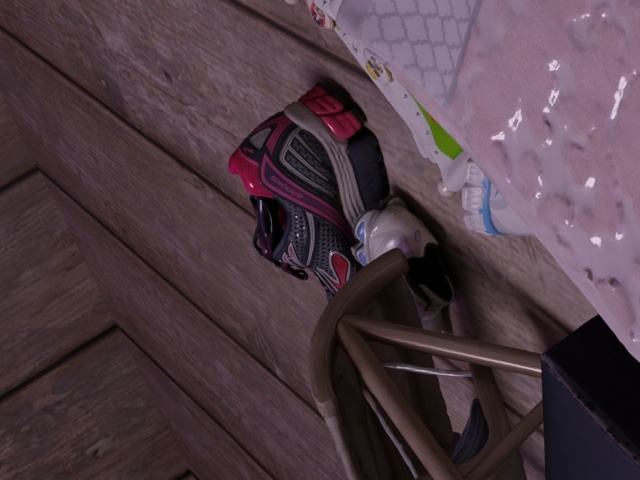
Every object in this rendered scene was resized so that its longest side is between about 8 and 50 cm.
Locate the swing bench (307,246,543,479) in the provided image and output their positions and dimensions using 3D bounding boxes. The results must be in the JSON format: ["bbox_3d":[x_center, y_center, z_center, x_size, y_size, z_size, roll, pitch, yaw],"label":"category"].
[{"bbox_3d":[0.111,0.183,1.521,0.254,0.165,0.253,29,151,40],"label":"swing bench"}]

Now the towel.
[{"bbox_3d":[0.138,-0.140,0.835,0.317,0.053,0.332,49,138,34],"label":"towel"}]

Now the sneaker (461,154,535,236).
[{"bbox_3d":[0.134,-0.075,1.231,0.083,0.071,0.191,17,141,29],"label":"sneaker"}]

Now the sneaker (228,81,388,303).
[{"bbox_3d":[0.000,0.000,1.674,0.121,0.112,0.299,41,158,46],"label":"sneaker"}]

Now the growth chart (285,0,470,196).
[{"bbox_3d":[0.052,-0.138,1.416,0.237,0.021,0.172,53,163,14],"label":"growth chart"}]

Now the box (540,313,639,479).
[{"bbox_3d":[0.220,0.074,0.956,0.108,0.207,0.153,48,162,31],"label":"box"}]

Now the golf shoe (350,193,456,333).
[{"bbox_3d":[0.079,0.048,1.616,0.086,0.069,0.176,34,154,42],"label":"golf shoe"}]
